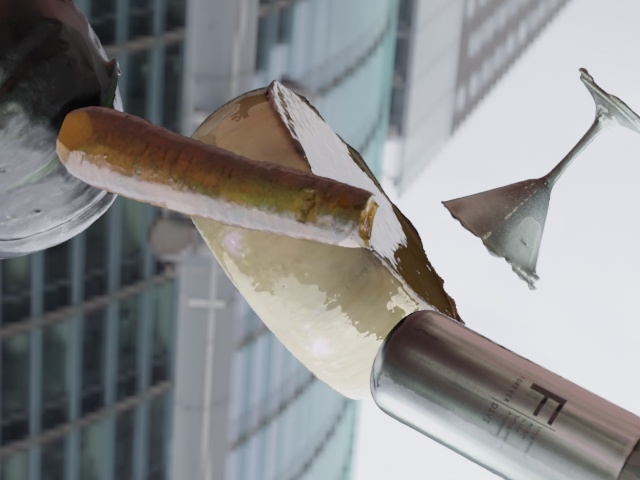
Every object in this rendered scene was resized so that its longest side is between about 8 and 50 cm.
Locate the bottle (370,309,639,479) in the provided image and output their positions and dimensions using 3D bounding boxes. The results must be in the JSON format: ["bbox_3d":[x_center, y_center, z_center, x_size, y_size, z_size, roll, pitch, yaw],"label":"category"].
[{"bbox_3d":[0.149,0.136,1.175,0.253,0.096,0.079,27,177,24],"label":"bottle"}]

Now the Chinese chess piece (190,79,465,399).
[{"bbox_3d":[0.000,0.000,1.376,0.104,0.257,0.257,-38,-159,10],"label":"Chinese chess piece"}]

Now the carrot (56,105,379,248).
[{"bbox_3d":[-0.050,-0.030,0.875,0.170,0.042,0.042,15,-156,18],"label":"carrot"}]

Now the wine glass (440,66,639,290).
[{"bbox_3d":[0.209,-0.060,1.625,0.122,0.183,0.122,41,-175,-4],"label":"wine glass"}]

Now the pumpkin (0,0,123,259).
[{"bbox_3d":[-0.303,-0.099,1.439,0.295,0.296,0.296,4,-158,-2],"label":"pumpkin"}]
